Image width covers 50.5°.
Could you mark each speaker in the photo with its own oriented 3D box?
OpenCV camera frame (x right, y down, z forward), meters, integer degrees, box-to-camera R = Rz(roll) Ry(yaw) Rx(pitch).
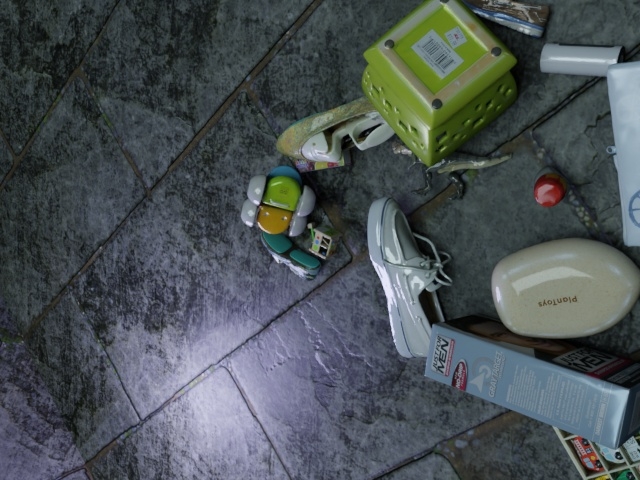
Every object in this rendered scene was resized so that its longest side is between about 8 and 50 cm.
[{"bbox_3d":[0.466,-0.323,1.214,0.136,0.055,0.055,14,109,34],"label":"speaker"}]

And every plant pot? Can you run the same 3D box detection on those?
[{"bbox_3d":[0.217,-0.307,1.253,0.227,0.207,0.228,-38,77,1],"label":"plant pot"}]

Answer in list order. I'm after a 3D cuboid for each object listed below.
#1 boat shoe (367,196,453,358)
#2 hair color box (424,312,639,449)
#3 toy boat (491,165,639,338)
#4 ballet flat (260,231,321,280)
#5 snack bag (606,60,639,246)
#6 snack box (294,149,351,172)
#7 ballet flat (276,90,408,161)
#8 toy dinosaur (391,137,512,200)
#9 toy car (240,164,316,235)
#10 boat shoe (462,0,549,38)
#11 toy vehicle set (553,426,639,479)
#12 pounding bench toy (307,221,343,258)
[{"bbox_3d":[0.213,0.079,1.444,0.156,0.136,0.367,-7,99,37],"label":"boat shoe"},{"bbox_3d":[0.407,0.248,1.275,0.374,0.185,0.113,15,101,40],"label":"hair color box"},{"bbox_3d":[0.448,0.024,1.263,0.268,0.148,0.318,-7,101,23],"label":"toy boat"},{"bbox_3d":[-0.080,0.042,1.697,0.188,0.070,0.070,36,119,28],"label":"ballet flat"},{"bbox_3d":[0.644,-0.155,1.113,0.323,0.037,0.342,-4,106,38],"label":"snack bag"},{"bbox_3d":[-0.001,-0.217,1.591,0.141,0.037,0.100,-6,96,36],"label":"snack box"},{"bbox_3d":[0.055,-0.231,1.456,0.349,0.123,0.123,-20,88,22],"label":"ballet flat"},{"bbox_3d":[0.253,-0.147,1.411,0.268,0.064,0.118,15,102,29],"label":"toy dinosaur"},{"bbox_3d":[-0.098,-0.105,1.629,0.159,0.136,0.182,14,139,-8],"label":"toy car"},{"bbox_3d":[0.343,-0.442,1.277,0.183,0.066,0.066,28,111,17],"label":"boat shoe"},{"bbox_3d":[0.567,0.397,1.320,0.166,0.035,0.266,-35,79,36],"label":"toy vehicle set"},{"bbox_3d":[0.000,0.000,1.631,0.083,0.052,0.065,29,117,28],"label":"pounding bench toy"}]
